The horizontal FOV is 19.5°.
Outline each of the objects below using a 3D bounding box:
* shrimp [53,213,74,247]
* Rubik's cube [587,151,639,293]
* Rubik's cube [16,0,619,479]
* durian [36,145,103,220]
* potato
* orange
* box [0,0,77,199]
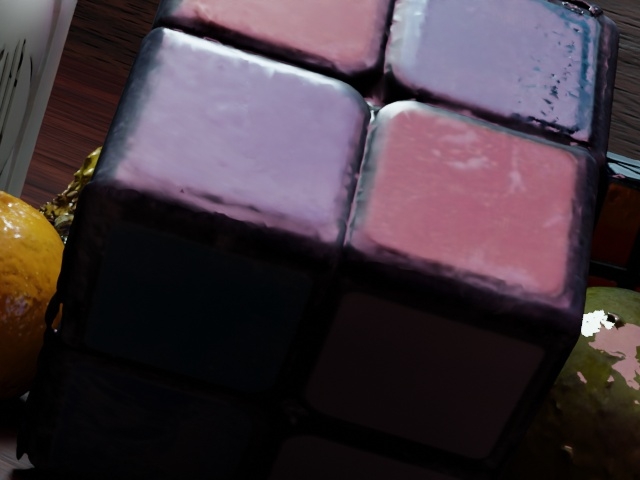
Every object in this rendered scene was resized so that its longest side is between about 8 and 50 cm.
[{"bbox_3d":[-0.249,0.005,1.996,0.091,0.034,0.161,26,13,-4],"label":"shrimp"},{"bbox_3d":[0.253,0.032,2.070,0.294,0.283,0.288,16,10,-20],"label":"Rubik's cube"},{"bbox_3d":[0.000,0.000,1.282,0.318,0.316,0.313,18,47,-5],"label":"Rubik's cube"},{"bbox_3d":[-0.170,-0.035,2.227,0.186,0.154,0.260,46,25,15],"label":"durian"},{"bbox_3d":[0.288,0.179,1.445,0.359,0.219,0.269,24,17,-7],"label":"potato"},{"bbox_3d":[-0.272,0.032,1.391,0.193,0.161,0.193,21,4,-2],"label":"orange"},{"bbox_3d":[-0.437,-0.158,1.756,0.312,0.314,0.300,18,11,3],"label":"box"}]
